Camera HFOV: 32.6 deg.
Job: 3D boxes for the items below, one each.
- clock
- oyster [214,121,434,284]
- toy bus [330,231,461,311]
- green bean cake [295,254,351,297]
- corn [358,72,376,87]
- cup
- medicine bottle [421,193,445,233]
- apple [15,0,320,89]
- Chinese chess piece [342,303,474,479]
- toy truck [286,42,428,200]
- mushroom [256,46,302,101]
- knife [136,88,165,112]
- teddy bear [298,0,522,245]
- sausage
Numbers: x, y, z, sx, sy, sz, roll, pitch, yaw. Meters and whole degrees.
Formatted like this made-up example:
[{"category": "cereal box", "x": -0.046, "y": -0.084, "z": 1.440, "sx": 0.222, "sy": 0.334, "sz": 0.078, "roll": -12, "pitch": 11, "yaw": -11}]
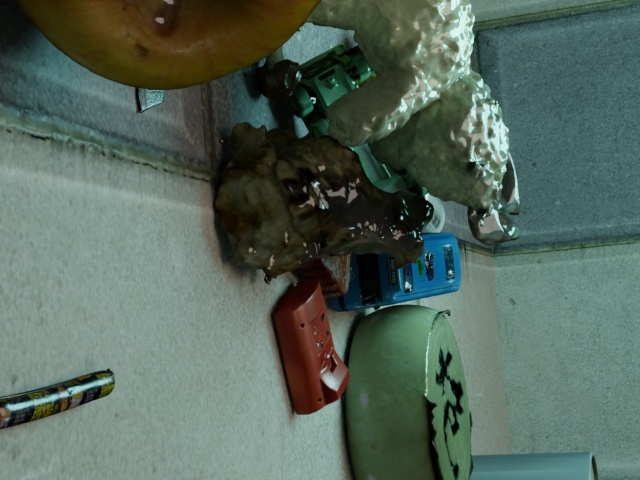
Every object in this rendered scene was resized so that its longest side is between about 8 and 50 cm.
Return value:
[{"category": "clock", "x": -0.010, "y": 0.138, "z": 1.468, "sx": 0.113, "sy": 0.061, "sz": 0.155, "roll": -53, "pitch": 132, "yaw": -64}, {"category": "oyster", "x": 0.011, "y": -0.026, "z": 1.375, "sx": 0.337, "sy": 0.133, "sz": 0.198, "roll": 20, "pitch": 84, "yaw": -45}, {"category": "toy bus", "x": 0.115, "y": 0.044, "z": 1.705, "sx": 0.246, "sy": 0.134, "sz": 0.113, "roll": -5, "pitch": 89, "yaw": -57}, {"category": "green bean cake", "x": 0.000, "y": 0.000, "z": 1.547, "sx": 0.135, "sy": 0.056, "sz": 0.136, "roll": 53, "pitch": 36, "yaw": -54}, {"category": "corn", "x": 0.099, "y": -0.208, "z": 1.802, "sx": 0.387, "sy": 0.144, "sz": 0.144, "roll": -74, "pitch": 152, "yaw": -44}, {"category": "cup", "x": 0.342, "y": 0.543, "z": 1.987, "sx": 0.237, "sy": 0.327, "sz": 0.323, "roll": 66, "pitch": 24, "yaw": -45}, {"category": "medicine bottle", "x": 0.158, "y": -0.066, "z": 1.981, "sx": 0.186, "sy": 0.102, "sz": 0.103, "roll": 41, "pitch": 46, "yaw": -65}, {"category": "apple", "x": -0.125, "y": -0.282, "z": 0.901, "sx": 0.299, "sy": 0.299, "sz": 0.275, "roll": 56, "pitch": 18, "yaw": -56}, {"category": "Chinese chess piece", "x": 0.152, "y": 0.278, "z": 1.783, "sx": 0.349, "sy": 0.146, "sz": 0.349, "roll": -6, "pitch": 90, "yaw": -73}, {"category": "toy truck", "x": 0.047, "y": -0.139, "z": 1.568, "sx": 0.259, "sy": 0.128, "sz": 0.135, "roll": 59, "pitch": -16, "yaw": -2}, {"category": "mushroom", "x": -0.052, "y": -0.265, "z": 1.481, "sx": 0.060, "sy": 0.061, "sz": 0.187, "roll": 54, "pitch": 30, "yaw": -48}, {"category": "knife", "x": -0.172, "y": -0.233, "z": 1.156, "sx": 0.060, "sy": 0.028, "sz": 0.230, "roll": 35, "pitch": 53, "yaw": -51}, {"category": "teddy bear", "x": 0.072, "y": -0.172, "z": 1.395, "sx": 0.327, "sy": 0.375, "sz": 0.362, "roll": -75, "pitch": 164, "yaw": -57}, {"category": "sausage", "x": -0.216, "y": 0.127, "z": 0.884, "sx": 0.028, "sy": 0.025, "sz": 0.198, "roll": -53, "pitch": 167, "yaw": 11}]
